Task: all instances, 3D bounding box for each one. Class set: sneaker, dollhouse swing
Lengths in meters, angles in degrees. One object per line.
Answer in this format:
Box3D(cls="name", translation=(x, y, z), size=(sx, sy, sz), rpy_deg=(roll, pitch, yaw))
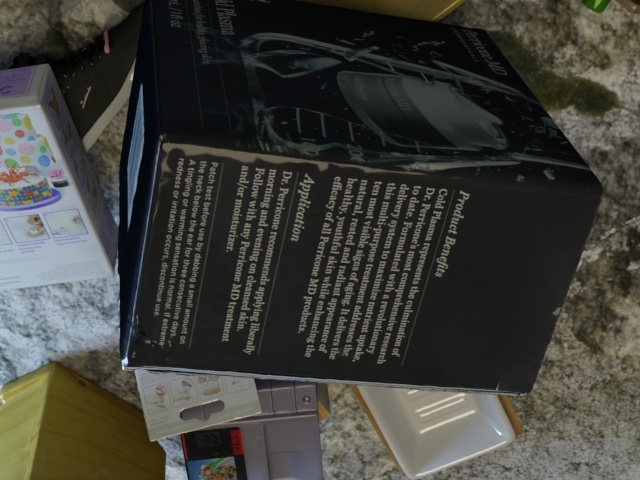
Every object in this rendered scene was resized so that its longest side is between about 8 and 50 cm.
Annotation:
Box3D(cls="sneaker", translation=(-0.341, -0.234, 1.554), size=(0.146, 0.105, 0.296), rpy_deg=(27, 120, -26))
Box3D(cls="dollhouse swing", translation=(-0.469, 0.433, 1.820), size=(0.315, 0.347, 0.305), rpy_deg=(36, 112, -24))

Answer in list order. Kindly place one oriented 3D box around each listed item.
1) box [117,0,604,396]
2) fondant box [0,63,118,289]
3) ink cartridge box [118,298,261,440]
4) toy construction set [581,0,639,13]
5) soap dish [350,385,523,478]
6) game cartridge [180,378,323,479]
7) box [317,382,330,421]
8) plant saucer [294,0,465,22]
Box3D(cls="box", translation=(0.008, -0.076, 1.363), size=(0.471, 0.480, 0.297), rpy_deg=(7, 120, -15))
Box3D(cls="fondant box", translation=(-0.443, -0.076, 1.575), size=(0.238, 0.096, 0.330), rpy_deg=(-7, 136, 6))
Box3D(cls="ink cartridge box", translation=(-0.204, 0.180, 1.781), size=(0.189, 0.066, 0.232), rpy_deg=(-15, 84, 3))
Box3D(cls="toy construction set", translation=(0.361, -0.417, 1.464), size=(0.308, 0.257, 0.237), rpy_deg=(33, 128, -1))
Box3D(cls="soap dish", translation=(0.188, 0.252, 1.906), size=(0.228, 0.118, 0.291), rpy_deg=(-23, 122, 9))
Box3D(cls="game cartridge", translation=(-0.110, 0.372, 1.882), size=(0.230, 0.068, 0.355), rpy_deg=(-8, 124, -5))
Box3D(cls="box", translation=(-0.089, 0.265, 1.903), size=(0.170, 0.091, 0.130), rpy_deg=(-30, 120, 13))
Box3D(cls="plant saucer", translation=(-0.016, -0.372, 1.514), size=(0.332, 0.081, 0.333), rpy_deg=(-36, 120, 15))
